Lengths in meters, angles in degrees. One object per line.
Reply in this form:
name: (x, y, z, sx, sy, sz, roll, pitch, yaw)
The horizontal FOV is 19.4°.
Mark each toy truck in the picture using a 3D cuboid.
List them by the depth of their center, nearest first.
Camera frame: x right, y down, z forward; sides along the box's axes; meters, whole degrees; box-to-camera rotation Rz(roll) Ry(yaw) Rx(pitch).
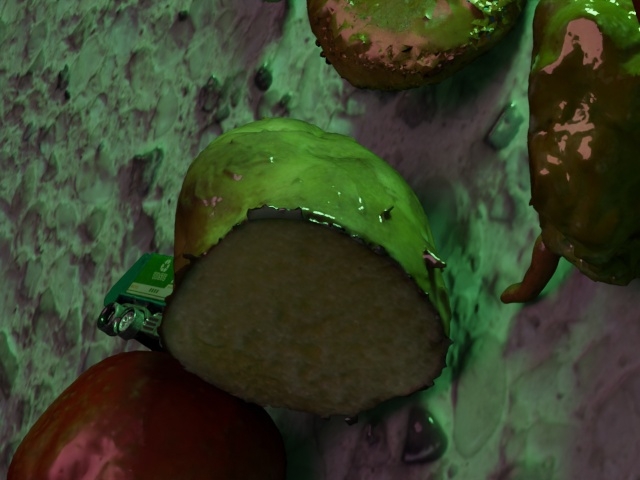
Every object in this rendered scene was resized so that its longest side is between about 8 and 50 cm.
toy truck: (-0.163, 0.089, 2.164, 0.253, 0.114, 0.124, 6, 64, 57)

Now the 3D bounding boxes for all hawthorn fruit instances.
hawthorn fruit: (-0.162, 0.230, 1.951, 0.330, 0.287, 0.287, -56, 30, -12)

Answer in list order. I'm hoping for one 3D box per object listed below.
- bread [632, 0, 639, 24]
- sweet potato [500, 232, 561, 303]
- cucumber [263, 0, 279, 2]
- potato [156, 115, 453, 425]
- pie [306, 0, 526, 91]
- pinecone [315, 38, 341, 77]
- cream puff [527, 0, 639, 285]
bread: (0.351, -0.248, 1.433, 0.114, 0.295, 0.328, -13, 59, 47)
sweet potato: (0.222, -0.002, 1.708, 0.179, 0.044, 0.044, -52, 34, 22)
cucumber: (-0.071, -0.372, 2.372, 0.215, 0.058, 0.052, -110, 17, -52)
potato: (0.000, 0.000, 1.868, 0.301, 0.289, 0.237, -36, 21, 39)
pie: (0.104, -0.279, 1.950, 0.273, 0.069, 0.273, -6, 72, 17)
pinecone: (0.048, -0.219, 2.042, 0.102, 0.109, 0.102, -35, 44, 43)
cream puff: (0.265, -0.092, 1.547, 0.282, 0.185, 0.282, -1, -90, -83)
